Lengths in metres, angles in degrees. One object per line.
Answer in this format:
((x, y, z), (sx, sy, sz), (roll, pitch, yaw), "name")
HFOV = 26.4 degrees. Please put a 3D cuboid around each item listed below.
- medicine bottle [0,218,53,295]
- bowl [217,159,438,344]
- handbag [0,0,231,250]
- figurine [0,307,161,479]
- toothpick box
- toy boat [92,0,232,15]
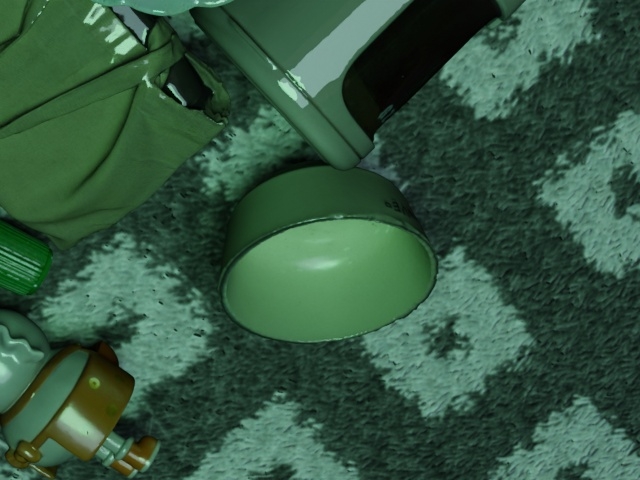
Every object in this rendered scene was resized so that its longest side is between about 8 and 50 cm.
((-0.384, -0.037, 1.220), (0.309, 0.076, 0.111), (28, 109, -25), "medicine bottle")
((0.000, 0.000, 1.301), (0.212, 0.112, 0.211), (-8, 144, -6), "bowl")
((-0.249, -0.139, 1.168), (0.253, 0.109, 0.316), (-31, 118, 27), "handbag")
((-0.277, 0.144, 1.293), (0.271, 0.143, 0.143), (23, 103, -25), "figurine")
((0.054, -0.244, 1.198), (0.316, 0.229, 0.229), (-44, 116, 2), "toothpick box")
((-0.092, -0.295, 1.094), (0.290, 0.100, 0.199), (-27, 103, -9), "toy boat")
